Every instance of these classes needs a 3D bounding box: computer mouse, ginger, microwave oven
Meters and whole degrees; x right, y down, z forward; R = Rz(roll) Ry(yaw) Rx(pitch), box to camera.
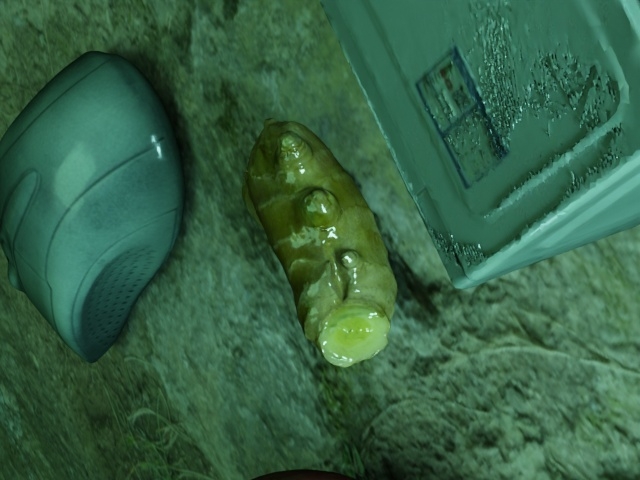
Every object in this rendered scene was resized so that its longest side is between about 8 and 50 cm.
[{"bbox_3d":[-0.229,-0.020,1.602,0.188,0.122,0.371,61,151,20],"label":"computer mouse"},{"bbox_3d":[-0.001,-0.014,1.262,0.205,0.081,0.115,55,133,38],"label":"ginger"},{"bbox_3d":[0.120,-0.162,0.881,0.237,0.181,0.295,-41,70,56],"label":"microwave oven"}]

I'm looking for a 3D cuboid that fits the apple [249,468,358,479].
[{"bbox_3d":[-0.035,0.339,1.283,0.345,0.269,0.345,161,90,-77],"label":"apple"}]
